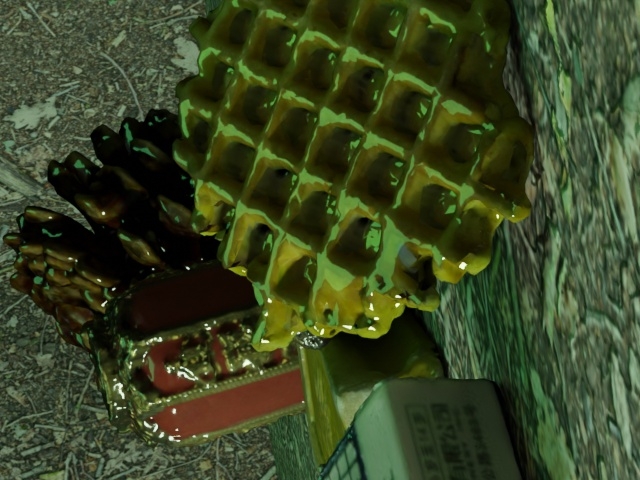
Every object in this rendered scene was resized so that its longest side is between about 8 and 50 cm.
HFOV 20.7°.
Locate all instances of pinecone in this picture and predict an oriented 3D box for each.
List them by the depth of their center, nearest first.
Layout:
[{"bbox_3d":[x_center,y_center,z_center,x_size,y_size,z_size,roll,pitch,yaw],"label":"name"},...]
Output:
[{"bbox_3d":[-0.168,0.016,2.128,0.398,0.397,0.398,171,90,-84],"label":"pinecone"}]

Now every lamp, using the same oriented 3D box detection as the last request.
[{"bbox_3d":[-0.083,0.098,1.685,0.177,0.274,0.177,163,90,-77],"label":"lamp"}]

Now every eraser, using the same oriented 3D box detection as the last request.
[{"bbox_3d":[0.080,0.232,1.051,0.130,0.086,0.287,-55,39,46],"label":"eraser"}]

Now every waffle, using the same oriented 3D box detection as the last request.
[{"bbox_3d":[0.012,-0.067,0.983,0.254,0.052,0.245,-24,70,39],"label":"waffle"}]

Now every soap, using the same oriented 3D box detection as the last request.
[{"bbox_3d":[0.044,0.150,1.456,0.315,0.091,0.199,-117,17,-73],"label":"soap"}]

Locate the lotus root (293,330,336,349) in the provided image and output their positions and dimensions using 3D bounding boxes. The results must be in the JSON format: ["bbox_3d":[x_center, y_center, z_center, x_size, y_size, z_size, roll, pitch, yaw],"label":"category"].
[{"bbox_3d":[0.000,0.000,1.405,0.138,0.138,0.214,89,-178,-55],"label":"lotus root"}]
